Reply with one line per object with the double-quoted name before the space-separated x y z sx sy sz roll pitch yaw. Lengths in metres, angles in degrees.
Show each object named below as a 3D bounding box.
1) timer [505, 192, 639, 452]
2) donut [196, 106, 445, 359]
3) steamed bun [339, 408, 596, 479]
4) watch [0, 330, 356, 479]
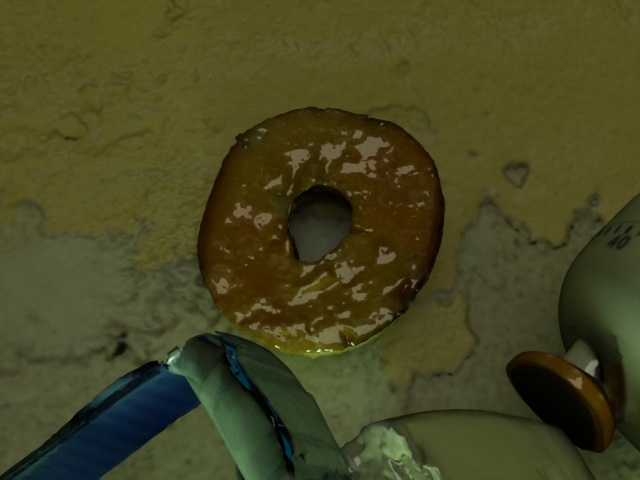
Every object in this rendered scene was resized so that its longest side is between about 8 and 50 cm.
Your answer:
"timer" 0.266 0.058 0.809 0.233 0.233 0.240 43 76 14
"donut" 0.000 0.000 0.912 0.162 0.065 0.178 21 70 12
"steamed bun" 0.094 0.226 0.758 0.170 0.200 0.225 -46 55 28
"watch" -0.090 0.210 0.722 0.274 0.068 0.276 -38 55 20
